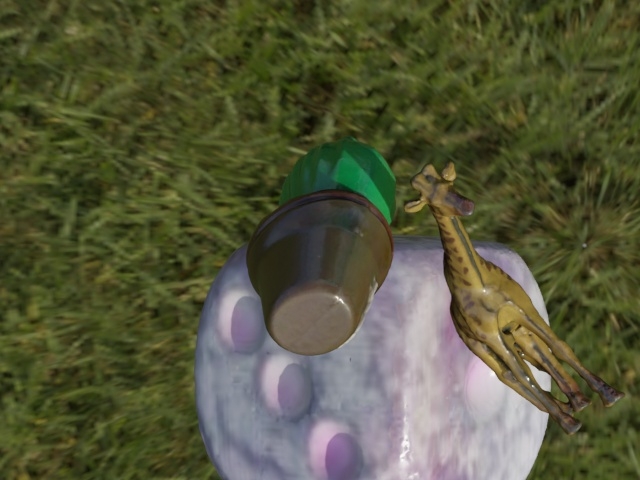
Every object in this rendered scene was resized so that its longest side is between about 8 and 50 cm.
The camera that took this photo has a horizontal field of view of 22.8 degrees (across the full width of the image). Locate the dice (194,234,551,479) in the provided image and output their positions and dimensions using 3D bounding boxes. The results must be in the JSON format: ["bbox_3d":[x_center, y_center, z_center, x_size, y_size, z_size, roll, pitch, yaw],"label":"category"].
[{"bbox_3d":[0.054,0.130,1.585,0.271,0.270,0.270,2,92,39],"label":"dice"}]

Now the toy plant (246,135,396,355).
[{"bbox_3d":[0.000,0.000,1.212,0.105,0.200,0.143,31,126,-16],"label":"toy plant"}]

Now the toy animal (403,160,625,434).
[{"bbox_3d":[0.128,0.044,1.165,0.054,0.149,0.275,-40,115,-10],"label":"toy animal"}]
